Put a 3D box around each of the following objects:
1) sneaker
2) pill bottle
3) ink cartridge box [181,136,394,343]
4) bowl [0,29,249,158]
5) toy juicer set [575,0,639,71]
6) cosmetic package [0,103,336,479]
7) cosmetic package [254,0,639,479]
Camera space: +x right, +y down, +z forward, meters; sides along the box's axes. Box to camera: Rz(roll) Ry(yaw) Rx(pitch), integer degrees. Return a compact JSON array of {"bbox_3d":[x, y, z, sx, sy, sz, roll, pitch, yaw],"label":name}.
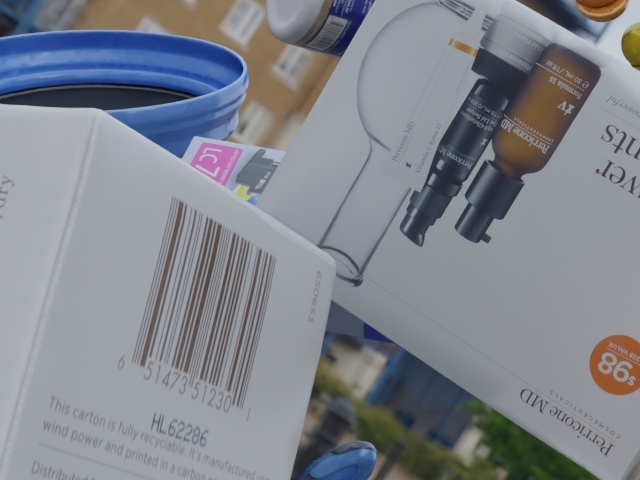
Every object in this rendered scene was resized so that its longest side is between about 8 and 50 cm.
[{"bbox_3d":[-0.010,0.305,1.820,0.069,0.209,0.082,37,16,-44],"label":"sneaker"},{"bbox_3d":[0.069,-0.325,2.393,0.264,0.153,0.153,13,6,-30],"label":"pill bottle"},{"bbox_3d":[0.000,0.000,1.564,0.311,0.186,0.065,12,-47,10],"label":"ink cartridge box"},{"bbox_3d":[-0.281,-0.171,2.014,0.391,0.077,0.391,1,20,0],"label":"bowl"},{"bbox_3d":[0.430,-0.258,1.842,0.329,0.209,0.089,25,18,-5],"label":"toy juicer set"},{"bbox_3d":[-0.255,0.102,1.158,0.393,0.327,0.329,6,-13,30],"label":"cosmetic package"},{"bbox_3d":[0.161,-0.024,1.348,0.377,0.284,0.097,33,9,20],"label":"cosmetic package"}]
